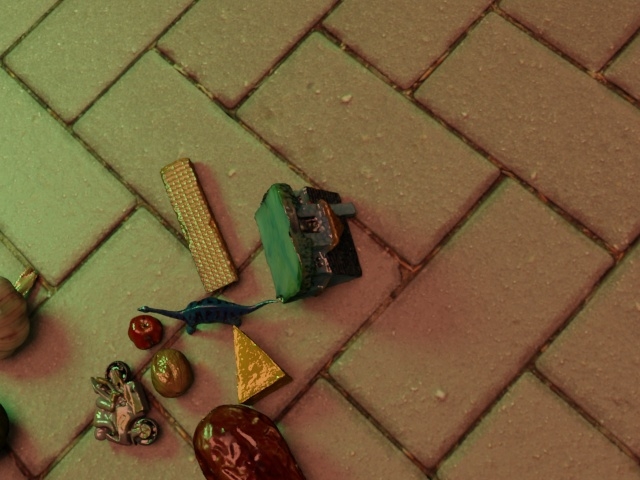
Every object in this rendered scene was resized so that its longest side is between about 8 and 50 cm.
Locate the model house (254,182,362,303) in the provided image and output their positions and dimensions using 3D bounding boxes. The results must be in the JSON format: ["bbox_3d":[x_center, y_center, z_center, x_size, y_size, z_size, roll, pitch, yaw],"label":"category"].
[{"bbox_3d":[0.000,0.000,1.776,0.241,0.226,0.261,-8,72,-24],"label":"model house"}]

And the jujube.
[{"bbox_3d":[-0.154,0.495,1.660,0.197,0.197,0.290,-44,88,-4],"label":"jujube"}]

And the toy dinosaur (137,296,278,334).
[{"bbox_3d":[-0.267,0.173,1.806,0.329,0.144,0.076,-1,69,-4],"label":"toy dinosaur"}]

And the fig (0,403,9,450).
[{"bbox_3d":[-0.859,0.483,1.786,0.195,0.195,0.245,32,104,17],"label":"fig"}]

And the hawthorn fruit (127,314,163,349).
[{"bbox_3d":[-0.431,0.222,1.832,0.093,0.093,0.093,-3,74,9],"label":"hawthorn fruit"}]

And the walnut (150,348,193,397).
[{"bbox_3d":[-0.360,0.316,1.789,0.105,0.105,0.124,-29,67,1],"label":"walnut"}]

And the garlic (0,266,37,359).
[{"bbox_3d":[-0.816,0.154,1.883,0.245,0.245,0.253,22,42,15],"label":"garlic"}]

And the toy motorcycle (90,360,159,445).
[{"bbox_3d":[-0.489,0.413,1.796,0.152,0.073,0.225,-33,72,2],"label":"toy motorcycle"}]

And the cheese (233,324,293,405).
[{"bbox_3d":[-0.162,0.283,1.766,0.126,0.093,0.171,-31,71,3],"label":"cheese"}]

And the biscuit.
[{"bbox_3d":[-0.310,-0.042,1.905,0.094,0.054,0.378,-26,71,1],"label":"biscuit"}]
